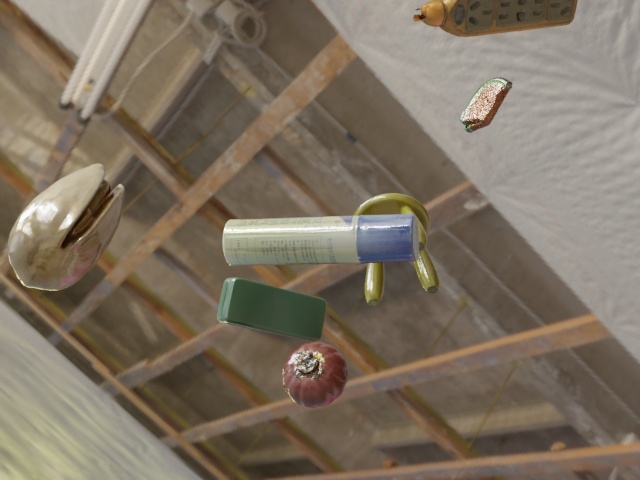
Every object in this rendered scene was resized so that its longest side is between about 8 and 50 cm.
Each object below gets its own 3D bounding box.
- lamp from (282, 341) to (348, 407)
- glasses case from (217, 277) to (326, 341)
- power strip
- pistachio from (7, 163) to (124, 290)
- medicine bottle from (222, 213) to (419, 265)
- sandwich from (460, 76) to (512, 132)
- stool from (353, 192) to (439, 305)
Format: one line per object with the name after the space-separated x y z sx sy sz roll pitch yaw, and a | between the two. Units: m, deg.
-0.008 0.200 1.286 0.101 0.101 0.090 22 -18 28 | lamp
-0.080 0.118 1.458 0.184 0.077 0.039 16 -12 -28 | glasses case
0.167 -0.220 0.808 0.028 0.178 0.049 -130 -145 -54 | power strip
-0.368 -0.022 1.256 0.126 0.223 0.152 45 -38 -21 | pistachio
0.000 0.000 1.032 0.231 0.059 0.059 -2 -44 14 | medicine bottle
0.254 -0.207 1.320 0.026 0.101 0.069 23 20 -24 | sandwich
0.097 0.011 1.164 0.135 0.110 0.134 21 -54 -19 | stool
